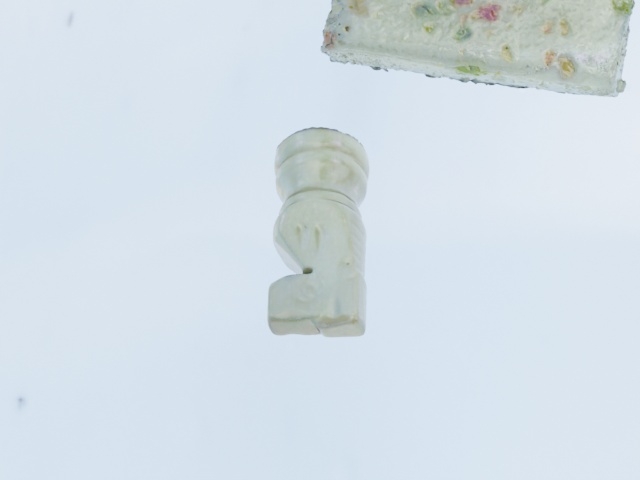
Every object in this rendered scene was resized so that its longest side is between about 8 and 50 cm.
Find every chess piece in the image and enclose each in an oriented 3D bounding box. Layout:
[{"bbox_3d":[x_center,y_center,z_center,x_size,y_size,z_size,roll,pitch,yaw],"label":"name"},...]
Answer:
[{"bbox_3d":[0.000,0.000,1.163,0.090,0.090,0.200,-48,30,42],"label":"chess piece"}]

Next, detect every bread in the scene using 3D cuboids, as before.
[{"bbox_3d":[0.081,-0.114,0.663,0.028,0.154,0.068,49,-128,-72],"label":"bread"}]
